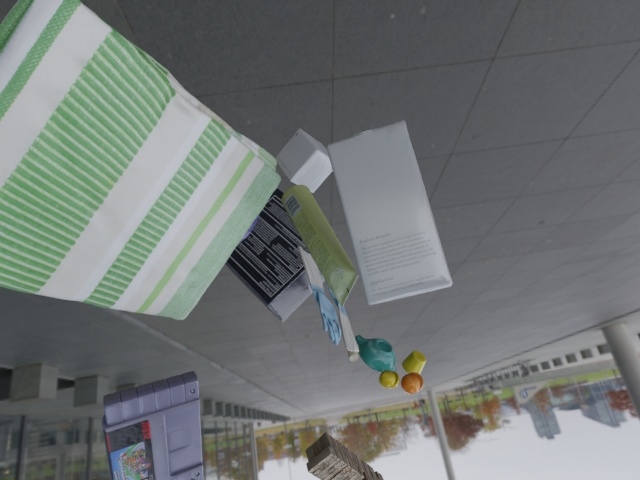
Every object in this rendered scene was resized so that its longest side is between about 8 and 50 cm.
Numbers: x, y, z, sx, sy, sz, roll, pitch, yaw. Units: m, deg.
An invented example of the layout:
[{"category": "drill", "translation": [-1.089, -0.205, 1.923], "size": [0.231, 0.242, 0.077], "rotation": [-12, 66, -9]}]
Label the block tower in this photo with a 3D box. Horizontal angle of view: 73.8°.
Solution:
[{"category": "block tower", "translation": [0.089, 0.725, 1.321], "size": [0.091, 0.097, 0.335], "rotation": [-41, 116, 3]}]

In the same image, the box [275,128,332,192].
[{"category": "box", "translation": [-0.035, -0.192, 1.036], "size": [0.102, 0.101, 0.087], "rotation": [-47, 141, 17]}]

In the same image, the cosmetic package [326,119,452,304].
[{"category": "cosmetic package", "translation": [0.095, -0.034, 0.601], "size": [0.117, 0.231, 0.085], "rotation": [-14, 170, 10]}]

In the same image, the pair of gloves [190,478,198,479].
[{"category": "pair of gloves", "translation": [-0.215, 0.689, 1.016], "size": [0.204, 0.240, 0.042], "rotation": [-5, -172, 28]}]

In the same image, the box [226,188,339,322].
[{"category": "box", "translation": [-0.133, 0.046, 1.377], "size": [0.294, 0.296, 0.183], "rotation": [-43, 152, -14]}]

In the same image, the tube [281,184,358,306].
[{"category": "tube", "translation": [0.000, 0.000, 0.776], "size": [0.062, 0.240, 0.070], "rotation": [-35, 146, 8]}]

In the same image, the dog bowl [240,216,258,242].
[{"category": "dog bowl", "translation": [-0.257, -0.109, 0.962], "size": [0.264, 0.265, 0.104], "rotation": [-26, 166, 33]}]

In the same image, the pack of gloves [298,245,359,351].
[{"category": "pack of gloves", "translation": [0.036, 0.133, 0.988], "size": [0.046, 0.232, 0.195], "rotation": [-25, 153, 13]}]

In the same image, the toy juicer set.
[{"category": "toy juicer set", "translation": [0.181, 0.389, 1.362], "size": [0.328, 0.209, 0.090], "rotation": [26, 116, -1]}]

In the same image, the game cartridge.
[{"category": "game cartridge", "translation": [-0.427, 0.527, 1.109], "size": [0.230, 0.068, 0.356], "rotation": [-11, 116, -33]}]

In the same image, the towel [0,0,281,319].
[{"category": "towel", "translation": [-0.187, -0.044, 0.431], "size": [0.248, 0.038, 0.325], "rotation": [-55, 150, 1]}]
